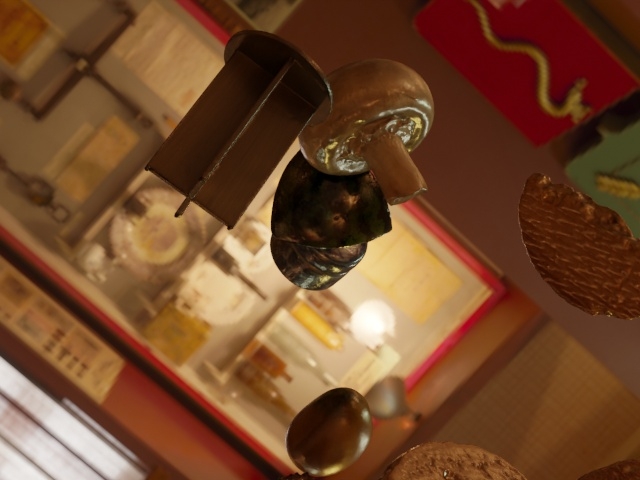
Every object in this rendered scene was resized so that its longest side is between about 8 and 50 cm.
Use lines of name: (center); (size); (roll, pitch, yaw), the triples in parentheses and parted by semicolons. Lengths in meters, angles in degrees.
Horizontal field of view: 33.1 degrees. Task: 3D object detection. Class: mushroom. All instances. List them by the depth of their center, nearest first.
mushroom: (0.079, -0.146, 1.549); (0.207, 0.215, 0.207); (-23, 161, -9)

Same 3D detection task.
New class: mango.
mango: (0.024, 0.367, 2.070); (0.221, 0.151, 0.120); (-49, -152, 33)

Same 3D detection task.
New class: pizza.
pizza: (0.563, 0.473, 1.943); (0.154, 0.069, 0.194); (-14, -154, -16)

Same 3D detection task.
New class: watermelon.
watermelon: (0.026, -0.060, 1.695); (0.137, 0.145, 0.193); (13, 108, -55)

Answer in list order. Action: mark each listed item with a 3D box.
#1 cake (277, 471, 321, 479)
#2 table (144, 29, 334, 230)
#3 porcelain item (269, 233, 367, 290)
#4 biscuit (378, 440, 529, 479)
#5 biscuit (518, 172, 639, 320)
cake: (0.003, 0.568, 2.020); (0.116, 0.295, 0.113); (-14, -164, 38)
table: (-0.109, -0.133, 1.382); (0.227, 0.167, 0.167); (-57, -168, -27)
porcelain item: (0.000, 0.000, 1.830); (0.114, 0.147, 0.147); (-44, -171, 45)
biscuit: (0.250, 0.460, 1.647); (0.385, 0.365, 0.062); (2, 129, -49)
biscuit: (0.333, 0.022, 1.319); (0.033, 0.224, 0.145); (-28, 142, -38)
